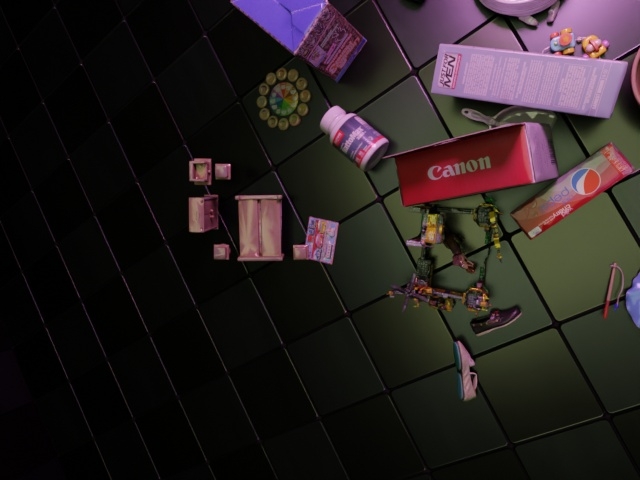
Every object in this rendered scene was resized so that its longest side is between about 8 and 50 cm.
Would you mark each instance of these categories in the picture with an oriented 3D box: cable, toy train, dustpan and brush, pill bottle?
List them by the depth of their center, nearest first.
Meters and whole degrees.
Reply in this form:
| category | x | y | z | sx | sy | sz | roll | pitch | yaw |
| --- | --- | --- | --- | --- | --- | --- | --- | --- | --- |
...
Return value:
| category | x | y | z | sx | sy | sz | roll | pitch | yaw |
| --- | --- | --- | --- | --- | --- | --- | --- | --- | --- |
| toy train | 0.595 | -0.423 | 1.115 | 0.166 | 0.046 | 0.125 | 33 | 107 | 17 |
| cable | 0.476 | -0.665 | 1.119 | 0.257 | 0.089 | 0.257 | 28 | 106 | 19 |
| dustpan and brush | 0.451 | -0.282 | 1.184 | 0.211 | 0.060 | 0.148 | 27 | 106 | 19 |
| pill bottle | 0.088 | -0.284 | 1.318 | 0.180 | 0.108 | 0.108 | 42 | 110 | 15 |

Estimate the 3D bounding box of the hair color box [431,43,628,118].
| category | x | y | z | sx | sy | sz | roll | pitch | yaw |
| --- | --- | --- | --- | --- | --- | --- | --- | --- | --- |
| hair color box | 0.463 | -0.362 | 1.078 | 0.374 | 0.185 | 0.114 | 19 | 114 | 27 |

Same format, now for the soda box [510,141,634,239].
| category | x | y | z | sx | sy | sz | roll | pitch | yaw |
| --- | --- | --- | --- | --- | --- | --- | --- | --- | --- |
| soda box | 0.583 | -0.112 | 1.126 | 0.263 | 0.092 | 0.084 | -39 | 79 | 22 |

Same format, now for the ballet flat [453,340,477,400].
| category | x | y | z | sx | sy | sz | roll | pitch | yaw |
| --- | --- | --- | --- | --- | --- | --- | --- | --- | --- |
| ballet flat | 0.391 | 0.347 | 1.288 | 0.052 | 0.057 | 0.169 | -7 | 97 | -4 |

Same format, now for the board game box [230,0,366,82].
| category | x | y | z | sx | sy | sz | roll | pitch | yaw |
| --- | --- | --- | --- | --- | --- | --- | --- | --- | --- |
| board game box | -0.046 | -0.567 | 1.247 | 0.232 | 0.291 | 0.141 | 43 | 109 | 13 |

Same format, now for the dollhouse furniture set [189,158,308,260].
| category | x | y | z | sx | sy | sz | roll | pitch | yaw |
| --- | --- | --- | --- | --- | --- | --- | --- | --- | --- |
| dollhouse furniture set | -0.210 | -0.099 | 1.492 | 0.354 | 0.174 | 0.304 | 1 | 97 | 2 |

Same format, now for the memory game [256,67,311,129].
| category | x | y | z | sx | sy | sz | roll | pitch | yaw |
| --- | --- | --- | --- | --- | --- | --- | --- | --- | --- |
| memory game | -0.112 | -0.426 | 1.443 | 0.186 | 0.012 | 0.187 | 3 | 96 | 24 |

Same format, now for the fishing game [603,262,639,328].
| category | x | y | z | sx | sy | sz | roll | pitch | yaw |
| --- | --- | --- | --- | --- | --- | --- | --- | --- | --- |
| fishing game | 0.800 | 0.136 | 1.088 | 0.263 | 0.041 | 0.189 | 10 | 91 | 28 |

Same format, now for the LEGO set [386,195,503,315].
| category | x | y | z | sx | sy | sz | roll | pitch | yaw |
| --- | --- | --- | --- | --- | --- | --- | --- | --- | --- |
| LEGO set | 0.323 | 0.040 | 1.201 | 0.254 | 0.192 | 0.332 | 16 | 102 | 22 |

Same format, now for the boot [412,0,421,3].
| category | x | y | z | sx | sy | sz | roll | pitch | yaw |
| --- | --- | --- | --- | --- | --- | --- | --- | --- | --- |
| boot | 0.238 | -0.684 | 1.249 | 0.121 | 0.045 | 0.099 | 32 | 110 | 17 |

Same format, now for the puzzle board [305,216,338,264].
| category | x | y | z | sx | sy | sz | roll | pitch | yaw |
| --- | --- | --- | --- | --- | --- | --- | --- | --- | --- |
| puzzle board | 0.000 | 0.000 | 1.438 | 0.096 | 0.011 | 0.128 | 13 | 101 | 22 |

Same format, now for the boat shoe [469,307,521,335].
| category | x | y | z | sx | sy | sz | roll | pitch | yaw |
| --- | --- | --- | --- | --- | --- | --- | --- | --- | --- |
| boat shoe | 0.452 | 0.204 | 1.239 | 0.133 | 0.049 | 0.042 | -31 | 91 | 28 |

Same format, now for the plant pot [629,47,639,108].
| category | x | y | z | sx | sy | sz | roll | pitch | yaw |
| --- | --- | --- | --- | --- | --- | --- | --- | --- | --- |
| plant pot | 0.783 | -0.347 | 1.006 | 0.237 | 0.109 | 0.238 | 2 | 95 | 24 |

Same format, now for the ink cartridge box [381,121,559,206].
| category | x | y | z | sx | sy | sz | roll | pitch | yaw |
| --- | --- | --- | --- | --- | --- | --- | --- | --- | --- |
| ink cartridge box | 0.339 | -0.166 | 1.093 | 0.309 | 0.271 | 0.130 | -9 | 93 | 40 |
